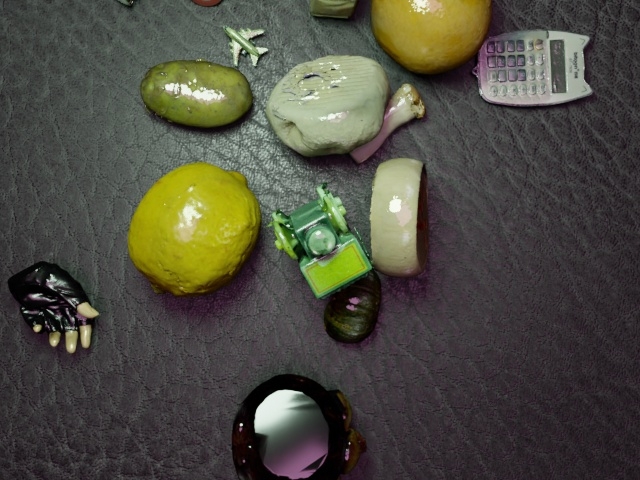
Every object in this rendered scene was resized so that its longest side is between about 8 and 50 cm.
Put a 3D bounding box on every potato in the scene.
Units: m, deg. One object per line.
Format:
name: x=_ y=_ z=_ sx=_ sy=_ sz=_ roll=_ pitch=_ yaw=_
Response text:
potato: x=-0.267 y=-0.321 z=1.312 sx=0.251 sy=0.113 sz=0.149 roll=2 pitch=80 yaw=-10

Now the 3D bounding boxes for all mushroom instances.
mushroom: x=0.145 y=-0.257 z=1.341 sx=0.209 sy=0.071 sz=0.084 roll=-42 pitch=121 yaw=0

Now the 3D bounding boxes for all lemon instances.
lemon: x=-0.254 y=-0.022 z=1.232 sx=0.284 sy=0.260 sz=0.260 roll=-32 pitch=89 yaw=-1

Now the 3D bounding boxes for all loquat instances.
loquat: x=0.236 y=-0.484 z=1.260 sx=0.263 sy=0.263 sz=0.263 roll=0 pitch=88 yaw=-1

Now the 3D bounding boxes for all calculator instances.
calculator: x=0.480 y=-0.392 z=1.366 sx=0.268 sy=0.040 sz=0.177 roll=-1 pitch=88 yaw=-1

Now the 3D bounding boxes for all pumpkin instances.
pumpkin: x=0.073 y=0.140 z=1.306 sx=0.119 sy=0.107 sz=0.183 roll=11 pitch=89 yaw=-6

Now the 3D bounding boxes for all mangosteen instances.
mangosteen: x=-0.040 y=0.410 z=1.228 sx=0.288 sy=0.233 sz=0.287 roll=2 pitch=58 yaw=-3

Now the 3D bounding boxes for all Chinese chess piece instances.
Chinese chess piece: x=0.167 y=-0.046 z=1.242 sx=0.103 sy=0.250 sz=0.249 roll=2 pitch=88 yaw=15

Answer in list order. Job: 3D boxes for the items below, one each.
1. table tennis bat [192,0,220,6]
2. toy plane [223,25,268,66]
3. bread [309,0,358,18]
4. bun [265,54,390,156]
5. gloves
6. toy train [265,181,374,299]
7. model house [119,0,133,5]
table tennis bat: x=-0.272 y=-0.592 z=1.321 sx=0.098 sy=0.019 sz=0.154 roll=-13 pitch=129 yaw=21
toy plane: x=-0.175 y=-0.445 z=1.351 sx=0.111 sy=0.040 sz=0.102 roll=38 pitch=86 yaw=1
bread: x=0.044 y=-0.588 z=1.280 sx=0.110 sy=0.210 sz=0.192 roll=6 pitch=88 yaw=-6
bun: x=0.020 y=-0.283 z=1.277 sx=0.273 sy=0.168 sz=0.272 roll=-8 pitch=48 yaw=9
gloves: x=-0.562 y=0.147 z=1.284 sx=0.164 sy=0.124 sz=0.203 roll=-21 pitch=111 yaw=19
toy train: x=0.000 y=0.000 z=1.233 sx=0.159 sy=0.271 sz=0.188 roll=-29 pitch=104 yaw=1
model house: x=-0.440 y=-0.633 z=1.333 sx=0.152 sy=0.106 sz=0.165 roll=-47 pitch=126 yaw=-14
